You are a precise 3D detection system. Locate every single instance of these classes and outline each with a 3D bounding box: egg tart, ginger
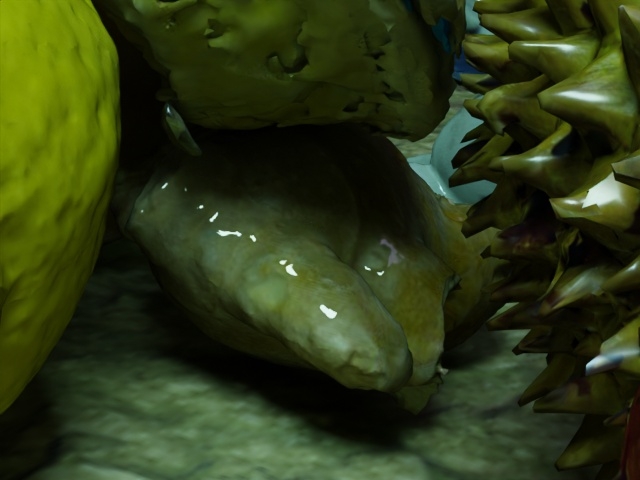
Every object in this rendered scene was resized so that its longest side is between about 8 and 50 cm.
[{"bbox_3d":[-0.057,-0.123,0.586,0.291,0.107,0.291,49,-5,5],"label":"egg tart"},{"bbox_3d":[0.000,0.000,0.700,0.157,0.102,0.216,23,11,15],"label":"ginger"}]

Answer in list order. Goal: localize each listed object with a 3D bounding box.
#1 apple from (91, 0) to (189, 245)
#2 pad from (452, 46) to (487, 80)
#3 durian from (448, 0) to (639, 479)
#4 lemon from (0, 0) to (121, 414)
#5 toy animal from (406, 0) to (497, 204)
[{"bbox_3d":[-0.112,-0.084,0.777,0.199,0.199,0.199,9,19,-3],"label":"apple"},{"bbox_3d":[0.233,-0.105,1.271,0.270,0.012,0.269,-2,22,-32],"label":"pad"},{"bbox_3d":[0.206,-0.008,0.484,0.348,0.347,0.384,-6,24,-39],"label":"durian"},{"bbox_3d":[-0.183,-0.036,0.515,0.233,0.233,0.288,-8,33,-42],"label":"lemon"},{"bbox_3d":[0.092,-0.041,0.776,0.176,0.217,0.073,46,42,0],"label":"toy animal"}]
